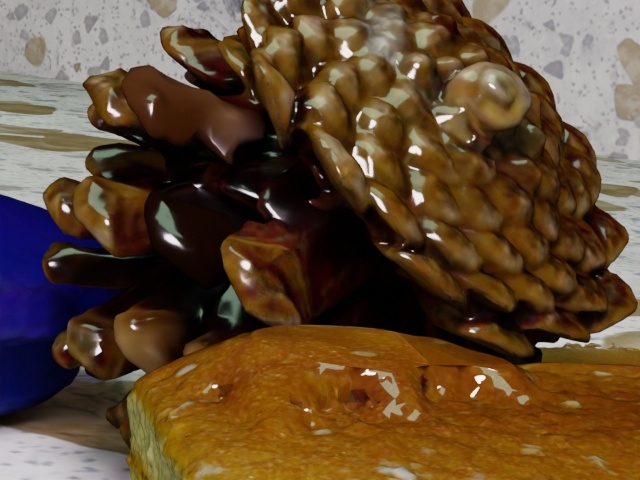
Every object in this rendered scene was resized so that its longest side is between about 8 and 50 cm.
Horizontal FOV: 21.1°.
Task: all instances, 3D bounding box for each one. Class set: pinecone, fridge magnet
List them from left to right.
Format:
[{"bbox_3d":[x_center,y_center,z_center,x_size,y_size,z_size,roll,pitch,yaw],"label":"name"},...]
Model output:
[{"bbox_3d":[-0.223,0.024,0.892,0.265,0.113,0.265,5,10,-1],"label":"fridge magnet"},{"bbox_3d":[-0.009,-0.003,0.763,0.264,0.264,0.264,5,9,-1],"label":"pinecone"}]

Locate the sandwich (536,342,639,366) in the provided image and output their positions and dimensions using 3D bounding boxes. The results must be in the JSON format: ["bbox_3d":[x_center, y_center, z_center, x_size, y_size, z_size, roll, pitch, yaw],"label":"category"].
[{"bbox_3d":[0.187,0.092,0.859,0.193,0.058,0.162,6,9,-1],"label":"sandwich"}]

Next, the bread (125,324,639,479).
[{"bbox_3d":[0.059,0.100,0.573,0.234,0.110,0.184,3,10,-13],"label":"bread"}]
